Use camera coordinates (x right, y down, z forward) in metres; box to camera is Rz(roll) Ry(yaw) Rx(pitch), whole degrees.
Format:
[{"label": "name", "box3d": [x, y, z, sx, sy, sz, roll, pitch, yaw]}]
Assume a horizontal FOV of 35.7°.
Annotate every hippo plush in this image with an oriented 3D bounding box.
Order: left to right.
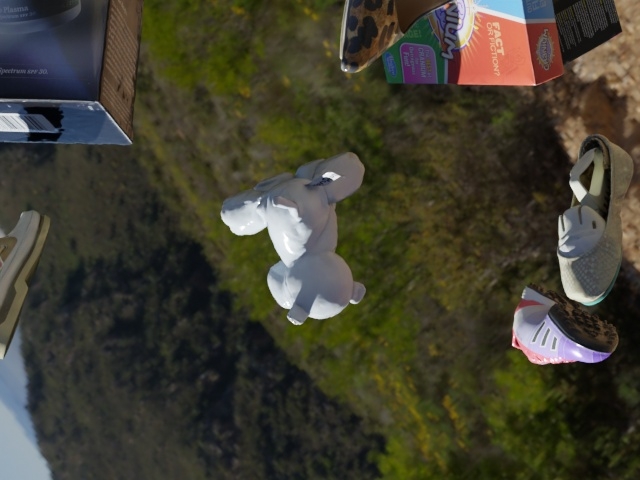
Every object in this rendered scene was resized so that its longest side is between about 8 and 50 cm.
[{"label": "hippo plush", "box3d": [0.000, 0.000, 1.648, 0.294, 0.234, 0.237, 0, 114, 63]}]

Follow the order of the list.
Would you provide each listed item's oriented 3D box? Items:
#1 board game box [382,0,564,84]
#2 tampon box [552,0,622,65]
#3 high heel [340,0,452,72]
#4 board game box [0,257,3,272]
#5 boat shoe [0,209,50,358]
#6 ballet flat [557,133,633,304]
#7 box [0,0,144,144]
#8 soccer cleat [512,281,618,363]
[{"label": "board game box", "box3d": [0.199, -0.354, 1.463, 0.316, 0.064, 0.242, 12, 122, 52]}, {"label": "tampon box", "box3d": [0.350, -0.333, 1.513, 0.101, 0.161, 0.120, 65, 171, -27]}, {"label": "high heel", "box3d": [0.135, -0.249, 0.963, 0.186, 0.261, 0.093, 16, 152, 19]}, {"label": "board game box", "box3d": [-0.468, 0.038, 0.654, 0.390, 0.390, 0.050, 26, 130, -6]}, {"label": "boat shoe", "box3d": [-0.474, 0.044, 1.461, 0.103, 0.113, 0.302, 18, -150, -13]}, {"label": "ballet flat", "box3d": [0.217, -0.022, 0.813, 0.052, 0.168, 0.057, 43, 136, -22]}, {"label": "box", "box3d": [-0.404, -0.296, 1.335, 0.183, 0.296, 0.294, 74, -162, -76]}, {"label": "soccer cleat", "box3d": [0.373, 0.154, 1.553, 0.108, 0.116, 0.318, 21, -173, -6]}]
